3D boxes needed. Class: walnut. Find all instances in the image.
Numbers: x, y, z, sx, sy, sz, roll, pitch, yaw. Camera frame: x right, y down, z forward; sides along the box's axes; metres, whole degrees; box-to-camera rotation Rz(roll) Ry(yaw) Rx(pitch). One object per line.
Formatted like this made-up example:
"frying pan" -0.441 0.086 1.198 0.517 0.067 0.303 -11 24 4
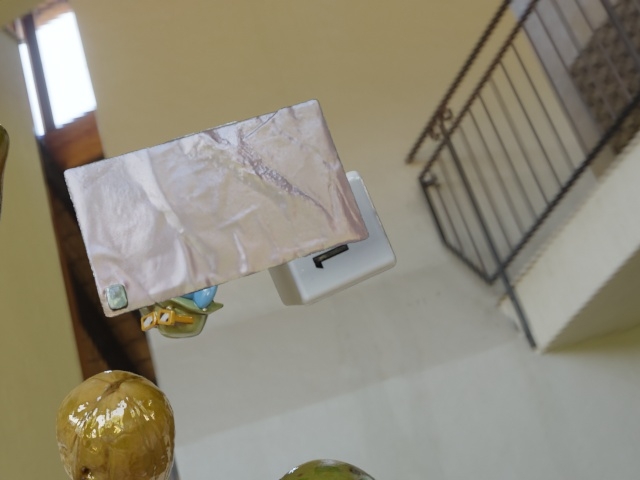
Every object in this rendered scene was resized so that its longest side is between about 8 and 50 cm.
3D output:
"walnut" -0.321 0.312 1.815 0.193 0.193 0.226 -3 -50 -24

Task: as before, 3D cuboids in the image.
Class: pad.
"pad" -0.072 -0.026 0.797 0.187 0.113 0.006 -17 -18 -10

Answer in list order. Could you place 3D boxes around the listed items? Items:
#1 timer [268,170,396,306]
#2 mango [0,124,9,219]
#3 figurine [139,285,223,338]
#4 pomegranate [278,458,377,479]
"timer" 0.000 0.000 2.158 0.195 0.192 0.194 -24 2 -15
"mango" -0.481 -0.035 1.529 0.111 0.268 0.133 1 -22 38
"figurine" -0.246 0.039 1.964 0.179 0.262 0.154 -19 -25 15
"pomegranate" 0.030 0.507 1.805 0.290 0.323 0.291 -38 -30 -26
